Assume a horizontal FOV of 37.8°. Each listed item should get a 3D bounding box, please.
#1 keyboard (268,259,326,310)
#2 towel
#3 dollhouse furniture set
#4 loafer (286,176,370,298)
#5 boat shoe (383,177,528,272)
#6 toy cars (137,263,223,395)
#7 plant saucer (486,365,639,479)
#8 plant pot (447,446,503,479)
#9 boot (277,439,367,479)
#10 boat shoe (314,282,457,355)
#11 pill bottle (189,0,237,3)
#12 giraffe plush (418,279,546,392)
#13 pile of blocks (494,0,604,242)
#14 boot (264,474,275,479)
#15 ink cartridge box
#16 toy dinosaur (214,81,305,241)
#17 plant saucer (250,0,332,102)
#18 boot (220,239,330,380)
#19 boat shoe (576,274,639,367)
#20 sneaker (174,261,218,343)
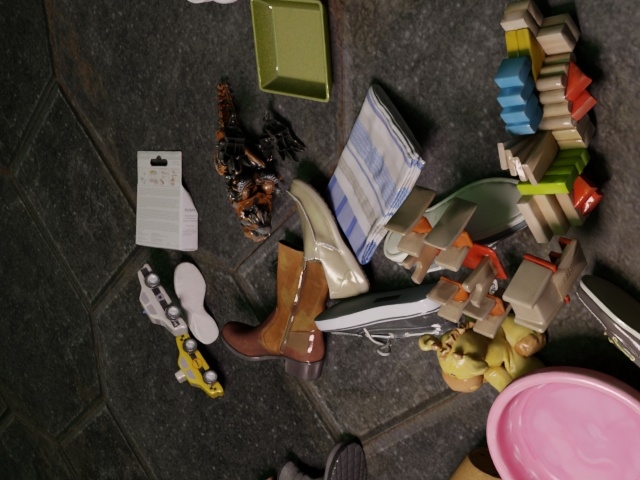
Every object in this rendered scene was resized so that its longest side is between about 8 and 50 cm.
[{"bbox_3d":[-0.048,0.121,2.029,0.108,0.023,0.180,-41,78,42],"label":"keyboard"},{"bbox_3d":[0.089,-0.118,1.709,0.209,0.034,0.285,64,145,34],"label":"towel"},{"bbox_3d":[0.263,0.033,1.459,0.259,0.135,0.262,21,157,40],"label":"dollhouse furniture set"},{"bbox_3d":[0.000,0.000,1.839,0.268,0.092,0.102,59,178,6],"label":"loafer"},{"bbox_3d":[0.255,-0.018,1.613,0.099,0.116,0.319,33,143,-32],"label":"boat shoe"},{"bbox_3d":[-0.358,0.239,2.282,0.176,0.087,0.393,36,154,58],"label":"toy cars"},{"bbox_3d":[0.442,0.340,1.545,0.332,0.084,0.332,17,125,26],"label":"plant saucer"},{"bbox_3d":[0.302,0.524,1.738,0.237,0.237,0.254,23,109,37],"label":"plant pot"},{"bbox_3d":[-0.015,0.562,2.151,0.223,0.118,0.338,30,124,40],"label":"boot"},{"bbox_3d":[0.125,0.158,1.802,0.306,0.113,0.104,-15,105,33],"label":"boat shoe"},{"bbox_3d":[-0.146,-0.491,1.672,0.121,0.221,0.121,23,125,38],"label":"pill bottle"},{"bbox_3d":[0.273,0.193,1.616,0.181,0.170,0.210,-16,97,49],"label":"giraffe plush"},{"bbox_3d":[0.344,-0.175,1.376,0.113,0.149,0.362,-1,108,46],"label":"pile of blocks"},{"bbox_3d":[-0.107,0.675,2.318,0.152,0.073,0.197,51,156,24],"label":"boot"},{"bbox_3d":[-0.370,-0.097,2.250,0.189,0.066,0.232,6,92,45],"label":"ink cartridge box"},{"bbox_3d":[-0.165,-0.164,1.921,0.322,0.164,0.218,54,154,-1],"label":"toy dinosaur"},{"bbox_3d":[-0.045,-0.367,1.762,0.188,0.045,0.188,17,122,40],"label":"plant saucer"},{"bbox_3d":[-0.097,0.134,1.996,0.264,0.096,0.280,22,118,34],"label":"boot"},{"bbox_3d":[0.481,0.145,1.443,0.228,0.081,0.068,42,130,20],"label":"boat shoe"},{"bbox_3d":[-0.322,0.152,2.295,0.094,0.080,0.212,7,116,57],"label":"sneaker"}]
